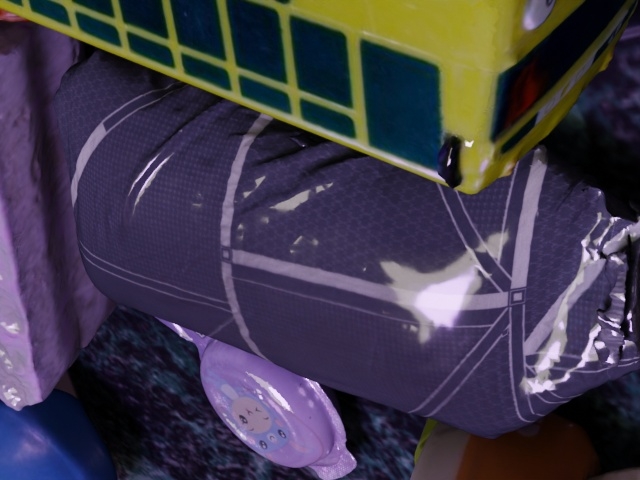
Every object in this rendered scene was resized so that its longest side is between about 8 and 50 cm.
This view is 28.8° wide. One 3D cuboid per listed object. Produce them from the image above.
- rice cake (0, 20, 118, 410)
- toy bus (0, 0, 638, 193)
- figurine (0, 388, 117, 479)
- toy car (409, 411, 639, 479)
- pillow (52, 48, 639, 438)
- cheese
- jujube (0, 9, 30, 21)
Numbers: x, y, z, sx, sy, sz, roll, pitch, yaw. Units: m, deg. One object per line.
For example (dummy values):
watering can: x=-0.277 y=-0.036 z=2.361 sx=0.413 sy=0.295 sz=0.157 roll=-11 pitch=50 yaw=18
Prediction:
rice cake: x=-0.171 y=-0.021 z=0.740 sx=0.050 sy=0.106 sz=0.298 roll=20 pitch=139 yaw=15
toy bus: x=-0.011 y=-0.126 z=0.451 sx=0.262 sy=0.128 sz=0.150 roll=25 pitch=141 yaw=28
figurine: x=-0.340 y=0.101 z=0.978 sx=0.416 sy=0.243 sz=0.298 roll=19 pitch=132 yaw=1
toy car: x=0.151 y=0.189 z=0.623 sx=0.235 sy=0.145 sz=0.235 roll=13 pitch=132 yaw=14
pillow: x=0.000 y=0.000 z=0.600 sx=0.335 sy=0.092 sz=0.161 roll=18 pitch=134 yaw=31
cheese: x=-0.050 y=0.077 z=0.773 sx=0.191 sy=0.042 sz=0.105 roll=48 pitch=144 yaw=-1
jujube: x=-0.183 y=-0.168 z=0.598 sx=0.176 sy=0.112 sz=0.109 roll=29 pitch=102 yaw=16
